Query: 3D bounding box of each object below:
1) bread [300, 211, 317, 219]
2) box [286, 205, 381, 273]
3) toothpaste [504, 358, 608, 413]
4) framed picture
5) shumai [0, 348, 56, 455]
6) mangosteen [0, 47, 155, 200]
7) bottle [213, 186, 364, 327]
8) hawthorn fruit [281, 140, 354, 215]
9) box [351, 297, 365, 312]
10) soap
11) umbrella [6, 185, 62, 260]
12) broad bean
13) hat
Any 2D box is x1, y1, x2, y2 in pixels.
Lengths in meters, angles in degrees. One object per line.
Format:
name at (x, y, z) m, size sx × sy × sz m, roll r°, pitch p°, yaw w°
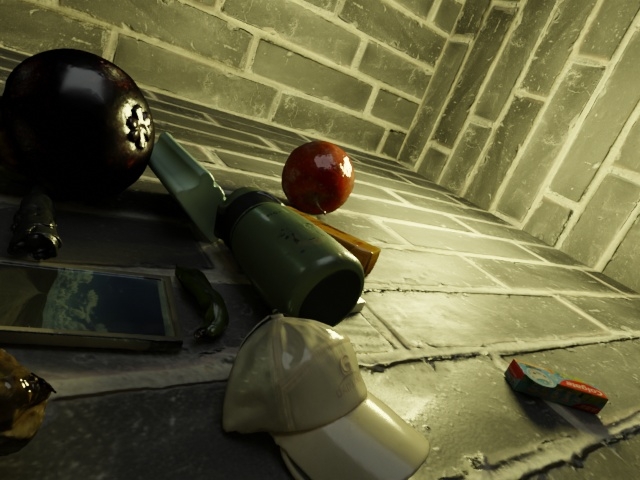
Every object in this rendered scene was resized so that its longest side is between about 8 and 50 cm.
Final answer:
bread at (-0.078, -0.070, 1.285) m, size 0.154 × 0.028 × 0.068 m, roll 16°, pitch 20°, yaw -14°
box at (0.000, 0.000, 1.062) m, size 0.274 × 0.076 × 0.174 m, roll 26°, pitch 9°, yaw 12°
toothpaste at (0.466, 0.294, 0.864) m, size 0.193 × 0.044 × 0.070 m, roll 18°, pitch 21°, yaw -9°
framed picture at (-0.331, 0.087, 0.611) m, size 0.260 × 0.023 × 0.189 m, roll 11°, pitch 19°, yaw -28°
shumai at (-0.346, 0.129, 0.327) m, size 0.218 × 0.184 × 0.185 m, roll 36°, pitch 56°, yaw 6°
mangosteen at (-0.494, -0.221, 0.893) m, size 0.313 × 0.297 × 0.297 m, roll -12°, pitch -1°, yaw 33°
bottle at (-0.079, 0.015, 0.835) m, size 0.168 × 0.168 × 0.347 m, roll 4°, pitch 28°, yaw -42°
hawthorn fruit at (-0.019, -0.197, 1.386) m, size 0.235 × 0.231 × 0.263 m, roll 3°, pitch 5°, yaw 31°
box at (-0.009, 0.089, 0.930) m, size 0.109 × 0.029 × 0.198 m, roll 0°, pitch 30°, yaw -48°
soap at (-0.300, -0.125, 1.001) m, size 0.265 × 0.087 × 0.160 m, roll 41°, pitch -16°, yaw 42°
umbrella at (-0.467, -0.036, 0.731) m, size 0.066 × 0.059 × 0.236 m, roll 25°, pitch 10°, yaw -37°
broad bean at (-0.188, 0.092, 0.708) m, size 0.061 × 0.046 × 0.195 m, roll 12°, pitch 23°, yaw -32°
hat at (0.022, 0.187, 0.544) m, size 0.226 × 0.164 × 0.219 m, roll 8°, pitch 11°, yaw 33°
